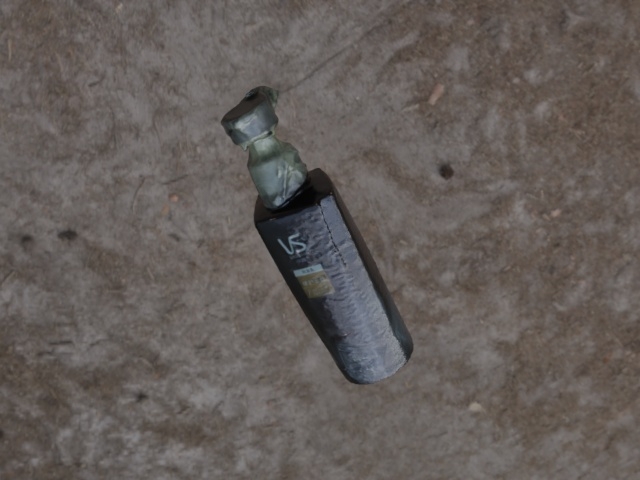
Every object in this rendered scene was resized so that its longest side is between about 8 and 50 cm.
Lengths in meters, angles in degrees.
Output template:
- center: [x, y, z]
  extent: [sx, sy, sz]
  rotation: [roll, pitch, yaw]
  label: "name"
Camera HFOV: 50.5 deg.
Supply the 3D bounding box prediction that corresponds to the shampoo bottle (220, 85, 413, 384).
- center: [-0.001, 0.001, 0.444]
  extent: [0.057, 0.064, 0.208]
  rotation: [-21, 117, 13]
  label: "shampoo bottle"
